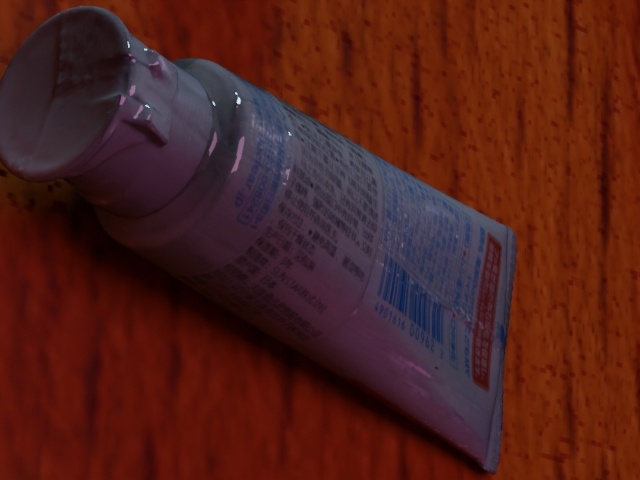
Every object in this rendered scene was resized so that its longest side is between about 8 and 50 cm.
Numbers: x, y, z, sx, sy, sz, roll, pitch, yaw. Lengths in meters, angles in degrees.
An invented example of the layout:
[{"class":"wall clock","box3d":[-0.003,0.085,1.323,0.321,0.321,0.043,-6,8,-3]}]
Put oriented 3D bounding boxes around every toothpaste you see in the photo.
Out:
[{"class":"toothpaste","box3d":[0.000,0.000,0.611,0.234,0.057,0.089,30,61,-46]}]
